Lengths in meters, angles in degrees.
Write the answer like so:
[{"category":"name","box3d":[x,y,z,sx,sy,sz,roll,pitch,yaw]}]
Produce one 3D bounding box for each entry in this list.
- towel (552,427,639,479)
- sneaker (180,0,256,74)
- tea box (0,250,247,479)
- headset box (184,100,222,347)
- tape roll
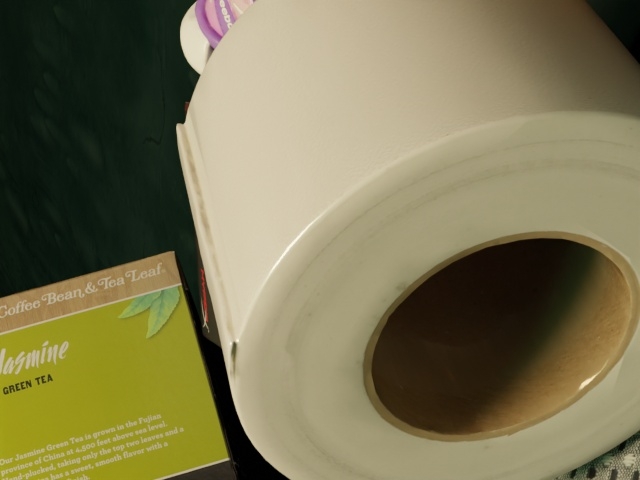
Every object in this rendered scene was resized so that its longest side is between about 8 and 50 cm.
[{"category":"towel","box3d":[0.117,0.212,0.561,0.312,0.056,0.324,-13,52,64]},{"category":"sneaker","box3d":[0.028,-0.116,0.649,0.236,0.095,0.104,25,141,5]},{"category":"tea box","box3d":[-0.190,0.230,1.081,0.329,0.220,0.324,92,161,-70]},{"category":"headset box","box3d":[0.000,0.000,0.845,0.293,0.110,0.218,21,117,61]},{"category":"tape roll","box3d":[0.062,-0.006,0.537,0.169,0.246,0.246,-110,26,-47]}]
